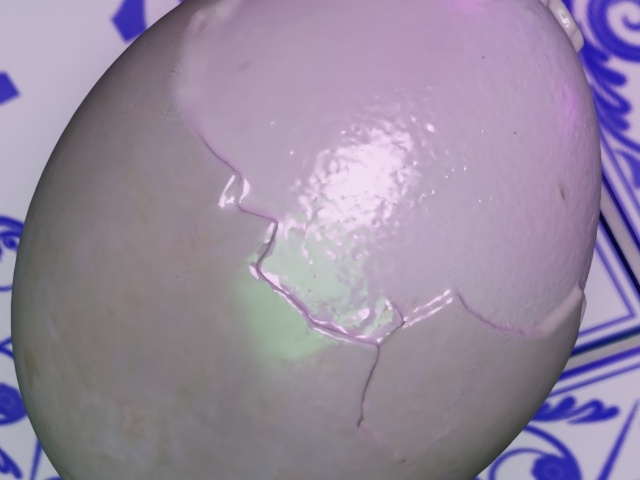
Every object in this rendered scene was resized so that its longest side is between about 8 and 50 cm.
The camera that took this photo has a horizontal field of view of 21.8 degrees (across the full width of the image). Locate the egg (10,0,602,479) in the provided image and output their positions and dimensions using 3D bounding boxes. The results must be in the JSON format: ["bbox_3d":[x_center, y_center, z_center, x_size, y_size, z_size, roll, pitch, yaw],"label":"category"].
[{"bbox_3d":[0.000,0.000,0.829,0.278,0.278,0.336,32,126,-3],"label":"egg"}]
